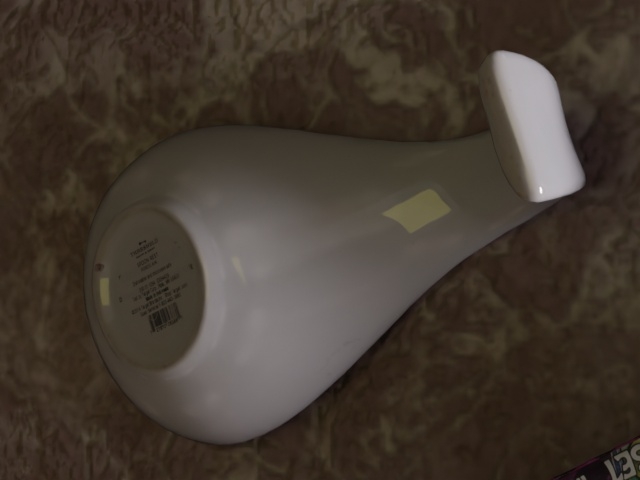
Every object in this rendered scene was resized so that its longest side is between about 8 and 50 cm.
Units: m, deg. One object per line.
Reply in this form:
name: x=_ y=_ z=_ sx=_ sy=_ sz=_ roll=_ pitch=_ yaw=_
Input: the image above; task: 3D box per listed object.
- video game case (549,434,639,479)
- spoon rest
video game case: x=0.168 y=0.161 z=0.643 sx=0.232 sy=0.042 sz=0.210 roll=-31 pitch=77 yaw=27
spoon rest: x=0.000 y=0.000 z=0.731 sx=0.276 sy=0.084 sz=0.137 roll=-23 pitch=78 yaw=42
